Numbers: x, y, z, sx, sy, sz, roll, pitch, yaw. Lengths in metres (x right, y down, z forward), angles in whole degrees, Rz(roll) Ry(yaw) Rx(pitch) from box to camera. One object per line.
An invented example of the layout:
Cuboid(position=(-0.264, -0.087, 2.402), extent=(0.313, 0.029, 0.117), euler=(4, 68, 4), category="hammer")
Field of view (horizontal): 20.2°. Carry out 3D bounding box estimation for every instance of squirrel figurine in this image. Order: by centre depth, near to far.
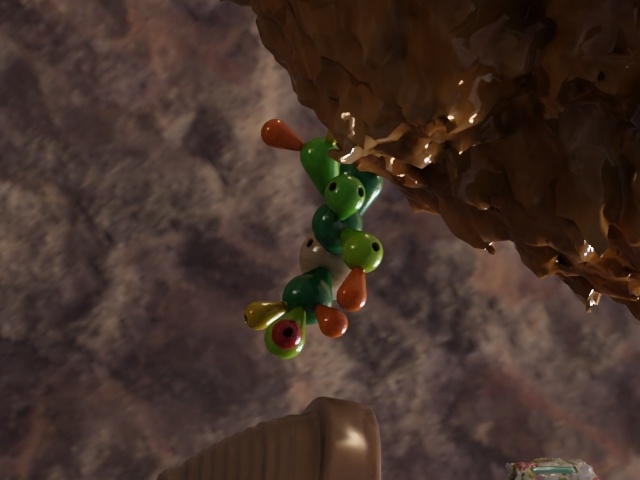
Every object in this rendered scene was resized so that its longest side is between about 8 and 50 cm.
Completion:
Cuboid(position=(0.147, -0.063, 0.557), extent=(0.370, 0.281, 0.397), euler=(45, -155, -21), category="squirrel figurine")

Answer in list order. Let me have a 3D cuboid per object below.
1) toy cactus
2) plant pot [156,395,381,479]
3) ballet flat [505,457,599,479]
Cuboid(position=(0.000, 0.000, 1.332), extent=(0.112, 0.180, 0.219), euler=(11, -112, 2), category="toy cactus")
Cuboid(position=(-0.049, 0.195, 0.996), extent=(0.109, 0.237, 0.237), euler=(14, -117, -7), category="plant pot")
Cuboid(position=(0.111, 0.245, 1.230), extent=(0.077, 0.091, 0.241), euler=(20, -74, -22), category="ballet flat")
